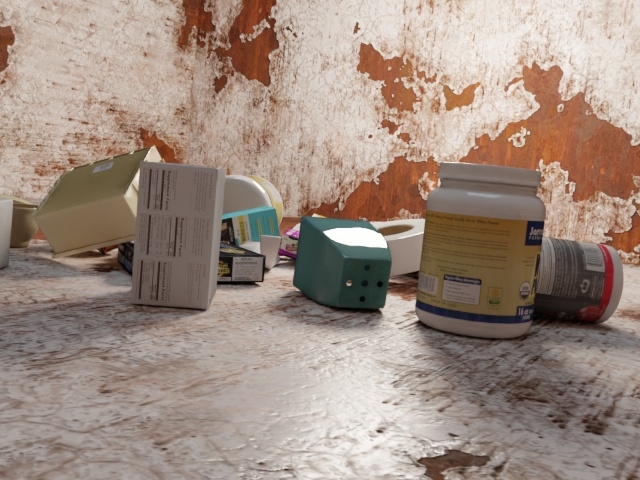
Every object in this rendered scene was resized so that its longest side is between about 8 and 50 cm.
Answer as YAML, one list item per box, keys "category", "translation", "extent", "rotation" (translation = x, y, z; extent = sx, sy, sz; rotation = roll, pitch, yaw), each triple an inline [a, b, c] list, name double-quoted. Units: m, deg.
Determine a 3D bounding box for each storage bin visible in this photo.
- category: "storage bin"
  translation: [-0.530, -0.103, 1.783]
  extent: [0.262, 0.123, 0.260]
  rotation: [-13, 33, 15]

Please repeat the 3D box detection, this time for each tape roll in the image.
- category: "tape roll"
  translation: [0.193, 0.018, 2.008]
  extent: [0.286, 0.100, 0.286]
  rotation: [-10, 11, 2]

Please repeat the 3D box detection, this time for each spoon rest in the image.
- category: "spoon rest"
  translation: [-0.166, 0.041, 1.984]
  extent: [0.137, 0.084, 0.276]
  rotation: [6, -8, -13]

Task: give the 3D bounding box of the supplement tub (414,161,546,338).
- category: "supplement tub"
  translation: [0.309, 0.013, 1.396]
  extent: [0.229, 0.316, 0.228]
  rotation: [5, 6, -1]

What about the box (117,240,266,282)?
- category: "box"
  translation: [-0.316, 0.046, 1.729]
  extent: [0.294, 0.073, 0.295]
  rotation: [4, 5, -24]

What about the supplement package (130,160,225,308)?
- category: "supplement package"
  translation: [-0.270, -0.017, 1.400]
  extent: [0.145, 0.261, 0.204]
  rotation: [5, 5, -4]

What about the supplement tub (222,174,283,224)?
- category: "supplement tub"
  translation: [-0.255, -0.099, 2.404]
  extent: [0.241, 0.240, 0.331]
  rotation: [6, 5, 5]

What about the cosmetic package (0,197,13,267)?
- category: "cosmetic package"
  translation: [-0.742, -0.015, 1.483]
  extent: [0.151, 0.151, 0.183]
  rotation: [6, 6, -3]

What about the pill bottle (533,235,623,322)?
- category: "pill bottle"
  translation: [0.475, 0.077, 1.586]
  extent: [0.319, 0.176, 0.176]
  rotation: [8, 5, -3]

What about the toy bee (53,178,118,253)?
- category: "toy bee"
  translation: [-0.619, -0.041, 1.995]
  extent: [0.195, 0.162, 0.298]
  rotation: [-11, 41, -14]

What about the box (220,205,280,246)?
- category: "box"
  translation: [-0.246, -0.031, 2.135]
  extent: [0.244, 0.100, 0.060]
  rotation: [-14, 15, -25]

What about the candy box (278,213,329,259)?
- category: "candy box"
  translation: [0.000, 0.000, 2.132]
  extent: [0.159, 0.071, 0.233]
  rotation: [18, 22, 17]

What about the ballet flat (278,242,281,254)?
- category: "ballet flat"
  translation: [-0.103, 0.034, 2.197]
  extent: [0.250, 0.058, 0.084]
  rotation: [-2, 24, -18]

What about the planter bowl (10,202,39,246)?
- category: "planter bowl"
  translation: [-0.817, -0.041, 1.900]
  extent: [0.162, 0.109, 0.162]
  rotation: [6, 5, 0]

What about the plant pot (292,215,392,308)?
- category: "plant pot"
  translation: [0.057, 0.056, 1.543]
  extent: [0.166, 0.165, 0.234]
  rotation: [4, 12, -18]

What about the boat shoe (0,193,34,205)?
- category: "boat shoe"
  translation: [-0.956, -0.056, 2.032]
  extent: [0.342, 0.123, 0.123]
  rotation: [7, 32, -45]

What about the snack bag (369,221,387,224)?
- category: "snack bag"
  translation: [0.264, -0.036, 2.547]
  extent: [0.323, 0.037, 0.343]
  rotation: [2, 7, -37]

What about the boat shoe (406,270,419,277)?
- category: "boat shoe"
  translation: [0.286, 0.081, 2.042]
  extent: [0.066, 0.066, 0.183]
  rotation: [-6, 2, -43]
